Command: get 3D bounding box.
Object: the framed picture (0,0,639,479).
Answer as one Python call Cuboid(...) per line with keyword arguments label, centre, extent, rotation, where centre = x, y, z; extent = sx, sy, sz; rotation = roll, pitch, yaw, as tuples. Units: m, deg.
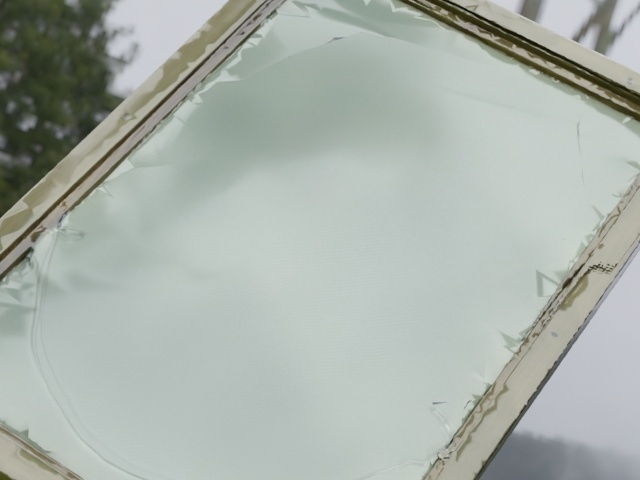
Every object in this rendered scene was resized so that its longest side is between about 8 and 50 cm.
Cuboid(label="framed picture", centre=(0.000, 0.000, 0.414), extent=(0.136, 0.201, 0.010), rotation=(29, -36, 18))
